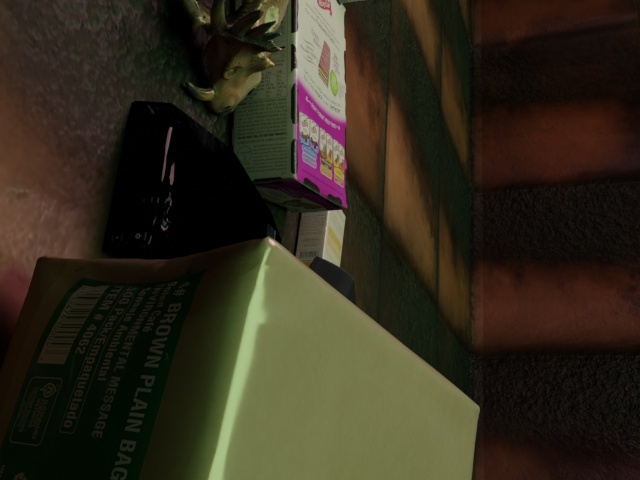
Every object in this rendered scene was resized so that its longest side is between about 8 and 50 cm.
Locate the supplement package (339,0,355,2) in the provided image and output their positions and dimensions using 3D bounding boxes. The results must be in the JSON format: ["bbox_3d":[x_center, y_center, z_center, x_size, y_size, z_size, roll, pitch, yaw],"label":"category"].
[{"bbox_3d":[0.004,-0.394,0.827,0.244,0.134,0.139,67,27,-46],"label":"supplement package"}]

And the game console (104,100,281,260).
[{"bbox_3d":[-0.101,0.089,0.588,0.213,0.044,0.361,49,41,-59],"label":"game console"}]

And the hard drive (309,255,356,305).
[{"bbox_3d":[-0.004,0.164,0.791,0.172,0.054,0.254,-59,152,-60],"label":"hard drive"}]

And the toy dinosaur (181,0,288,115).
[{"bbox_3d":[-0.074,-0.265,0.625,0.200,0.127,0.295,-40,115,-25],"label":"toy dinosaur"}]

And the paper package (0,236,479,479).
[{"bbox_3d":[-0.047,0.204,0.433,0.309,0.168,0.324,43,51,-49],"label":"paper package"}]

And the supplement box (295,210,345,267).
[{"bbox_3d":[0.000,0.000,0.908,0.062,0.036,0.098,57,35,-56],"label":"supplement box"}]

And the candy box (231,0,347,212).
[{"bbox_3d":[-0.028,-0.156,0.794,0.159,0.071,0.233,24,65,-69],"label":"candy box"}]
